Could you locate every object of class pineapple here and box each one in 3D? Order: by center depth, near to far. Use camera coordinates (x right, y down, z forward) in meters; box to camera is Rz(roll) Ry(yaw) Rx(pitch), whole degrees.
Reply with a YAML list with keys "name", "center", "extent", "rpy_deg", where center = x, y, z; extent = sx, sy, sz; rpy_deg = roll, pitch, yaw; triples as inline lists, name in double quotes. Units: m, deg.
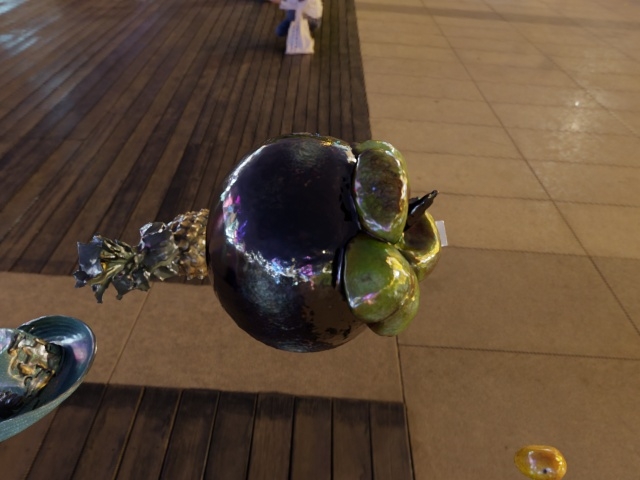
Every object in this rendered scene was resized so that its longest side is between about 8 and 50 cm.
- name: "pineapple"
  center: [-0.224, 0.021, 0.672]
  extent: [0.125, 0.125, 0.251]
  rpy_deg: [29, 24, 28]

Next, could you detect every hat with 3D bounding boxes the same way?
- name: "hat"
  center: [-0.310, 0.131, 0.446]
  extent: [0.191, 0.078, 0.138]
  rpy_deg: [-29, 33, 15]

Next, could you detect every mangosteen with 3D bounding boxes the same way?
- name: "mangosteen"
  center: [0.000, 0.000, 0.468]
  extent: [0.243, 0.242, 0.242]
  rpy_deg: [3, 38, -2]

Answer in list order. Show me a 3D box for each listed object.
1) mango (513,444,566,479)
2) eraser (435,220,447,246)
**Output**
- name: "mango"
  center: [0.597, 0.610, 1.291]
  extent: [0.115, 0.165, 0.089]
  rpy_deg: [-6, 80, -27]
- name: "eraser"
  center: [0.176, -0.004, 0.889]
  extent: [0.122, 0.052, 0.029]
  rpy_deg: [-10, 3, -5]
